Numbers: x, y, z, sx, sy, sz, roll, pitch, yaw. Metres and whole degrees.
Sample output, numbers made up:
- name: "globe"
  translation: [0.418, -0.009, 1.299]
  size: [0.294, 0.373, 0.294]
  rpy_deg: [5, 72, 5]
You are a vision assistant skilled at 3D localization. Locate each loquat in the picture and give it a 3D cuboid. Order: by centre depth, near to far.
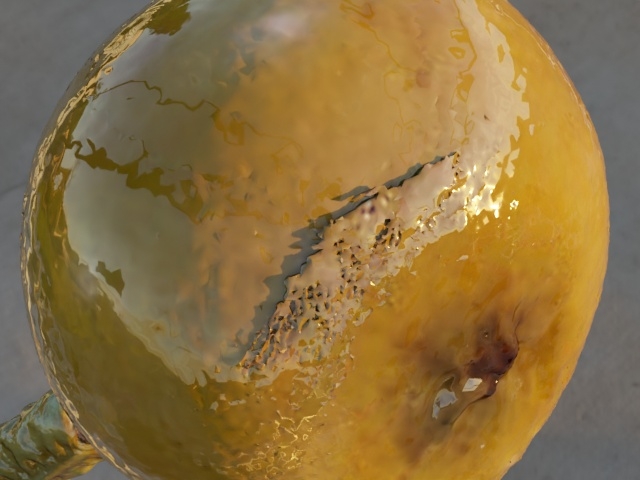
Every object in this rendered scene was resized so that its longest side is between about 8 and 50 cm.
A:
- name: "loquat"
  translation: [0.000, 0.000, 0.582]
  size: [0.263, 0.263, 0.263]
  rpy_deg: [-6, 48, 7]

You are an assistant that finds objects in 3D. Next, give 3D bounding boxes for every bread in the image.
- name: "bread"
  translation: [-0.298, 0.223, 1.381]
  size: [0.269, 0.098, 0.087]
  rpy_deg: [-34, 15, 37]
